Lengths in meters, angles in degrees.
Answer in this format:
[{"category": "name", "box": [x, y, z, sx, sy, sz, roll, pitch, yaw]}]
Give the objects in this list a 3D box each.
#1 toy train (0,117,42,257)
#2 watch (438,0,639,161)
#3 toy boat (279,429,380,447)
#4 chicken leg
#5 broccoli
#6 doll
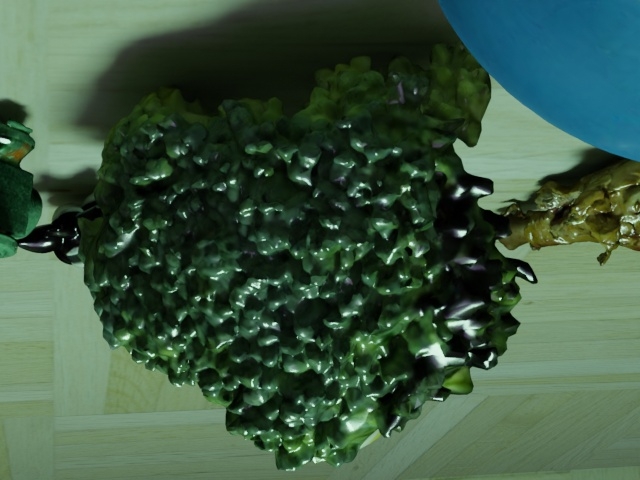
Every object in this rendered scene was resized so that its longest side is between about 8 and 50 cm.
[{"category": "toy train", "box": [-0.342, -0.053, 1.063, 0.177, 0.116, 0.285, -4, 166, 35]}, {"category": "watch", "box": [0.197, -0.172, 0.603, 0.305, 0.275, 0.241, 2, 159, -6]}, {"category": "toy boat", "box": [-0.003, 0.084, 1.267, 0.140, 0.269, 0.141, -4, 149, -2]}, {"category": "chicken leg", "box": [0.240, -0.020, 1.327, 0.207, 0.085, 0.101, -16, -158, 46]}, {"category": "broccoli", "box": [-0.008, 0.006, 1.101, 0.347, 0.293, 0.281, -3, -159, 25]}, {"category": "doll", "box": [-0.185, 0.001, 1.300, 0.091, 0.067, 0.219, -16, 164, 18]}]
